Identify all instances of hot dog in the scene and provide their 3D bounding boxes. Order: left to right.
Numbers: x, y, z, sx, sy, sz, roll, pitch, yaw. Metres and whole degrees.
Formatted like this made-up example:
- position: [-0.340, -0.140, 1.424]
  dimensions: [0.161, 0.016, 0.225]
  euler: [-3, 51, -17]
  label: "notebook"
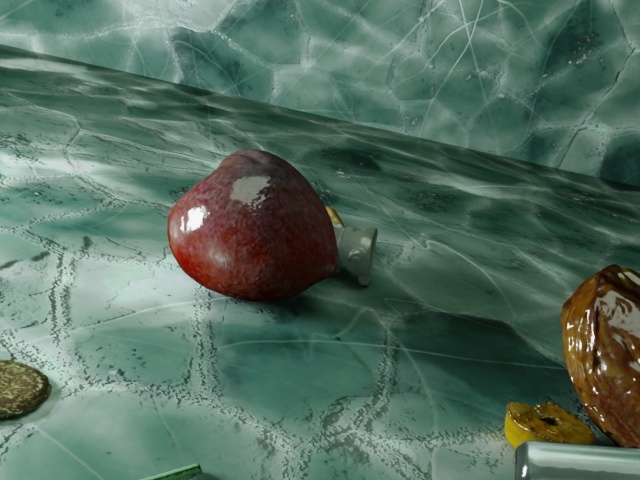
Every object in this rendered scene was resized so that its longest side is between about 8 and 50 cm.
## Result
- position: [0.480, 0.195, 0.982]
  dimensions: [0.387, 0.174, 0.267]
  euler: [38, 31, 28]
  label: "hot dog"

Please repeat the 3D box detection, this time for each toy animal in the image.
- position: [0.000, 0.000, 1.296]
  dimensions: [0.181, 0.131, 0.127]
  euler: [7, -4, 13]
  label: "toy animal"

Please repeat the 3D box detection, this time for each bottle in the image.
- position: [0.327, 0.253, 0.783]
  dimensions: [0.253, 0.096, 0.080]
  euler: [1, 59, 12]
  label: "bottle"

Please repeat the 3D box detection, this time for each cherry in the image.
- position: [-0.097, -0.008, 1.147]
  dimensions: [0.239, 0.206, 0.239]
  euler: [26, 47, -31]
  label: "cherry"

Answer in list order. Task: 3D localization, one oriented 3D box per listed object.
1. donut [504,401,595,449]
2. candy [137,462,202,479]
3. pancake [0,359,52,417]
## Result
- position: [0.272, 0.232, 0.925]
  dimensions: [0.108, 0.043, 0.097]
  euler: [7, 20, -19]
  label: "donut"
- position: [-0.225, 0.221, 0.627]
  dimensions: [0.335, 0.093, 0.092]
  euler: [2, 63, -51]
  label: "candy"
- position: [-0.337, 0.153, 0.808]
  dimensions: [0.114, 0.011, 0.115]
  euler: [11, 19, -4]
  label: "pancake"
